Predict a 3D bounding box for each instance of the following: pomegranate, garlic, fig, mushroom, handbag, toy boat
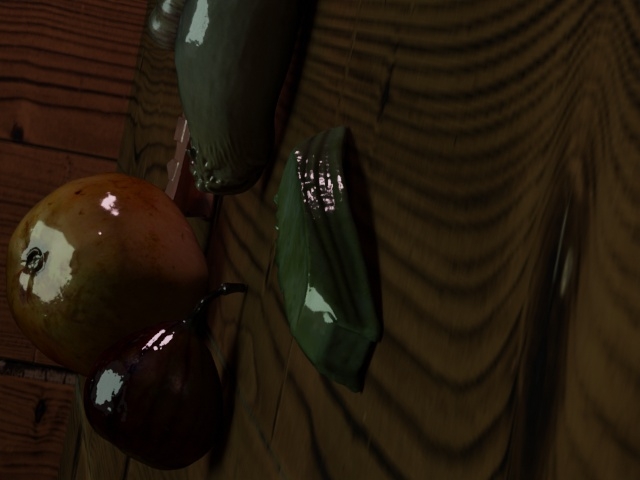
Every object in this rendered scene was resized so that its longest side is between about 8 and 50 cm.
[{"bbox_3d":[-0.246,0.044,2.035,0.229,0.270,0.252,-47,59,21],"label":"pomegranate"},{"bbox_3d":[-0.159,-0.316,2.213,0.159,0.102,0.147,-63,-13,-6],"label":"garlic"},{"bbox_3d":[-0.173,0.149,1.747,0.149,0.148,0.202,-26,-60,-62],"label":"fig"},{"bbox_3d":[-0.076,-0.239,1.707,0.177,0.126,0.397,-94,15,-84],"label":"mushroom"},{"bbox_3d":[-0.156,-0.136,2.154,0.157,0.059,0.212,-155,77,-77],"label":"handbag"},{"bbox_3d":[0.000,0.000,1.289,0.293,0.055,0.093,-97,23,-55],"label":"toy boat"}]
